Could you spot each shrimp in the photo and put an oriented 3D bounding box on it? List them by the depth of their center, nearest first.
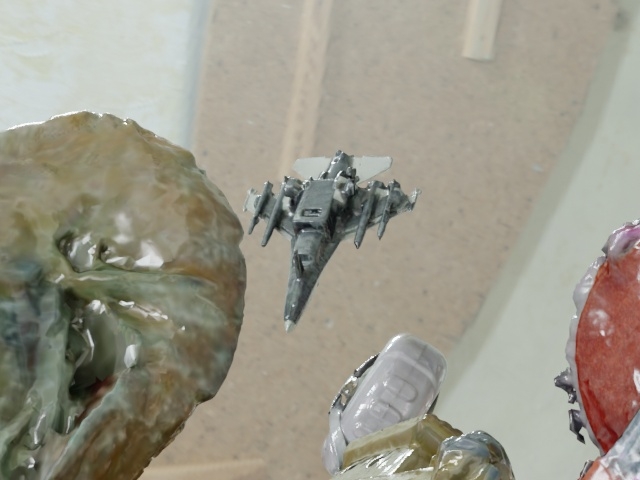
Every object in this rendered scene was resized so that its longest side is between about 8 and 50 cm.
[{"bbox_3d":[-0.154,0.097,0.836,0.221,0.446,0.110,-3,-36,1],"label":"shrimp"}]

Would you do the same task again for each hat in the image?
[{"bbox_3d":[0.200,0.054,0.584,0.227,0.129,0.140,-2,-75,-44],"label":"hat"}]

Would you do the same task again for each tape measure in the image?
[{"bbox_3d":[0.083,0.210,1.764,0.120,0.236,0.197,33,-75,4],"label":"tape measure"}]

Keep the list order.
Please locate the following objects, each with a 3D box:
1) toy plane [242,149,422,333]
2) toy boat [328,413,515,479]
[{"bbox_3d":[-0.001,-0.017,1.186,0.234,0.160,0.082,-63,-30,-56],"label":"toy plane"},{"bbox_3d":[0.028,0.159,0.759,0.089,0.321,0.121,42,-115,-8],"label":"toy boat"}]
